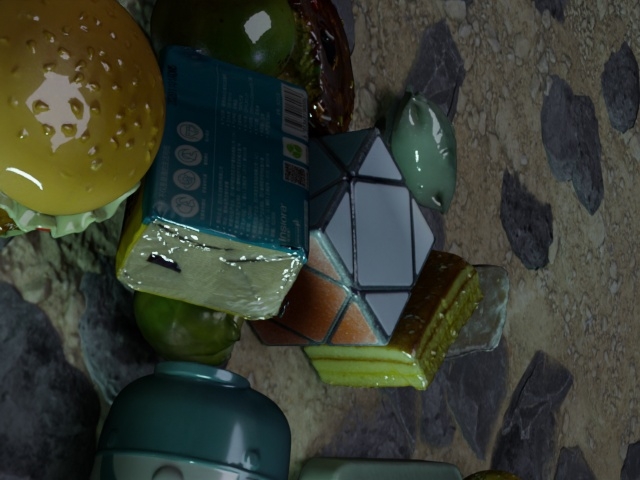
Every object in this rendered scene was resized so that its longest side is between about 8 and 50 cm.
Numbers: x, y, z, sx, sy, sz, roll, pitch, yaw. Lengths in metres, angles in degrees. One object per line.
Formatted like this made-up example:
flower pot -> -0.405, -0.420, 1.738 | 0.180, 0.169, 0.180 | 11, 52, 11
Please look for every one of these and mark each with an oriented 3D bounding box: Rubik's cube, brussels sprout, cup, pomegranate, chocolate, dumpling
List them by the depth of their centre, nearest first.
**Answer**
cup -> -0.144, 0.293, 1.235 | 0.290, 0.219, 0.258 | 77, 22, -68
brussels sprout -> -0.159, 0.072, 1.292 | 0.122, 0.149, 0.152 | 15, 34, -20
pomegranate -> -0.119, -0.234, 1.362 | 0.180, 0.180, 0.210 | -35, 135, -50
Rubik's cube -> 0.000, 0.000, 1.451 | 0.207, 0.205, 0.205 | 58, 43, -30
dumpling -> 0.178, -0.152, 1.797 | 0.149, 0.104, 0.217 | -34, 113, -50
chocolate -> 0.219, 0.112, 1.847 | 0.254, 0.080, 0.157 | 0, 101, -52

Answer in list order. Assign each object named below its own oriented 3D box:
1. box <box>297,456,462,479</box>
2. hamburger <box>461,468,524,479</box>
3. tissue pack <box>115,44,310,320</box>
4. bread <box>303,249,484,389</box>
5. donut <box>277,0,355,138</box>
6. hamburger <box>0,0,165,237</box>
box -> 0.086, 0.504, 1.611 | 0.373, 0.090, 0.367 | 18, 73, -53
hamburger -> 0.276, 0.456, 1.819 | 0.113, 0.177, 0.185 | 22, 26, -51
tissue pack -> -0.116, -0.064, 1.234 | 0.192, 0.134, 0.271 | 15, 47, -17
bread -> 0.107, 0.107, 1.606 | 0.234, 0.184, 0.111 | -51, 132, -45
donut -> -0.026, -0.247, 1.510 | 0.216, 0.096, 0.230 | -55, 131, -66
hamburger -> -0.276, -0.134, 1.077 | 0.274, 0.212, 0.275 | 10, 78, -53
